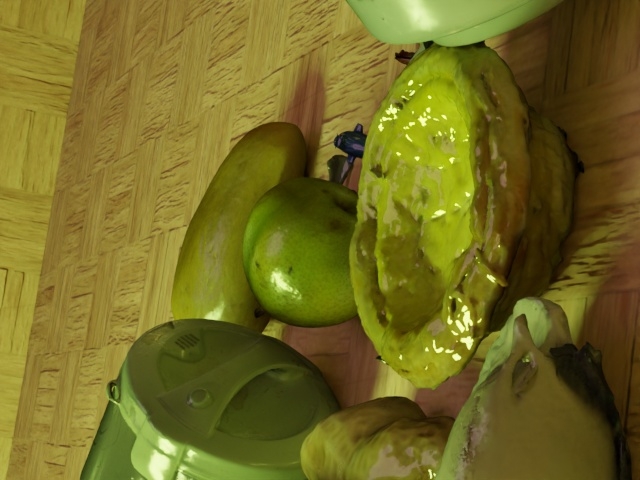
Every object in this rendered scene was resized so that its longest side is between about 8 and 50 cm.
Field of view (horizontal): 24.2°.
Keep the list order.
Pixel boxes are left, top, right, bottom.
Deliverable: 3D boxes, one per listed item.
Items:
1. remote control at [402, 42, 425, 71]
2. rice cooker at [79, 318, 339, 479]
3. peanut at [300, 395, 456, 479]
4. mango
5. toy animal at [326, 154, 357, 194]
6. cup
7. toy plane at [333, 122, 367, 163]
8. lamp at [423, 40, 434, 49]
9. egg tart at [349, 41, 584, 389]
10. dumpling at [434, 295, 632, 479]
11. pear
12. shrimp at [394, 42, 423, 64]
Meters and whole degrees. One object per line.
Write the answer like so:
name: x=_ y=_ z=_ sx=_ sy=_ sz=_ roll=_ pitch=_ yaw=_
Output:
remote control: x=0.150 y=-0.227 z=1.645 sx=0.261 sy=0.029 sz=0.067 roll=126 pitch=150 yaw=-44
rice cooker: x=-0.129 y=0.251 z=1.781 sx=0.288 sy=0.288 sz=0.277 roll=-110 pitch=38 yaw=-54
peanut: x=0.070 y=0.223 z=1.484 sx=0.253 sy=0.122 sz=0.137 roll=6 pitch=75 yaw=67
mango: x=-0.112 y=-0.001 z=2.055 sx=0.195 sy=0.142 sz=0.331 roll=-1 pitch=71 yaw=64
toy animal: x=0.002 y=-0.002 z=1.878 sx=0.105 sy=0.070 sz=0.202 roll=-102 pitch=26 yaw=-72
cup: x=0.145 y=-0.290 z=1.368 sx=0.347 sy=0.163 sz=0.347 roll=-26 pitch=22 yaw=11
toy plane: x=0.059 y=-0.106 z=1.768 sx=0.167 sy=0.062 sz=0.054 roll=27 pitch=105 yaw=58
lamp: x=0.148 y=-0.351 z=1.590 sx=0.108 sy=0.130 sz=0.371 roll=-15 pitch=69 yaw=58
egg tart: x=0.138 y=-0.022 z=1.414 sx=0.345 sy=0.132 sz=0.345 roll=-168 pitch=90 yaw=-70
dumpling: x=0.175 y=0.195 z=1.227 sx=0.204 sy=0.163 sz=0.293 roll=36 pitch=-119 yaw=-75
pear: x=-0.023 y=0.030 z=1.743 sx=0.216 sy=0.166 sz=0.180 roll=-50 pitch=47 yaw=27
shrimp: x=0.091 y=-0.257 z=1.740 sx=0.127 sy=0.025 sz=0.091 roll=52 pitch=147 yaw=23
